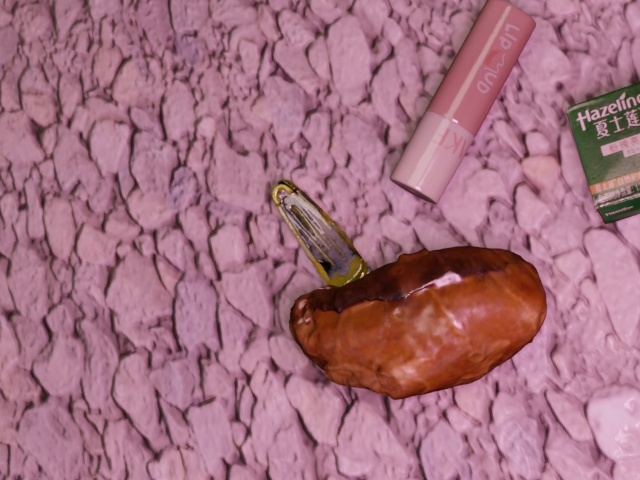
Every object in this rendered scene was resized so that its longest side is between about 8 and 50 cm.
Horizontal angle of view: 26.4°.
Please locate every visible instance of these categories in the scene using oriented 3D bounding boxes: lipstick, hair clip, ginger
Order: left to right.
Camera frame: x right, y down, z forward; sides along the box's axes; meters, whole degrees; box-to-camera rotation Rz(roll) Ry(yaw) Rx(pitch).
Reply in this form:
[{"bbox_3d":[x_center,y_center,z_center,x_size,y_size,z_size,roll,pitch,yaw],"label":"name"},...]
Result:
[{"bbox_3d":[0.000,0.000,1.723,0.060,0.033,0.188,-40,75,8],"label":"hair clip"},{"bbox_3d":[0.102,0.097,1.592,0.321,0.165,0.172,-8,30,19],"label":"ginger"},{"bbox_3d":[0.175,-0.171,1.680,0.070,0.070,0.254,28,88,24],"label":"lipstick"}]

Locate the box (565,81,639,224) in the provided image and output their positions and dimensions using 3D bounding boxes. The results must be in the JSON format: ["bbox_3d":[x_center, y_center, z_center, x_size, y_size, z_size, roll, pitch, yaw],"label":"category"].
[{"bbox_3d":[0.398,-0.115,1.581,0.199,0.081,0.135,-18,71,13],"label":"box"}]
